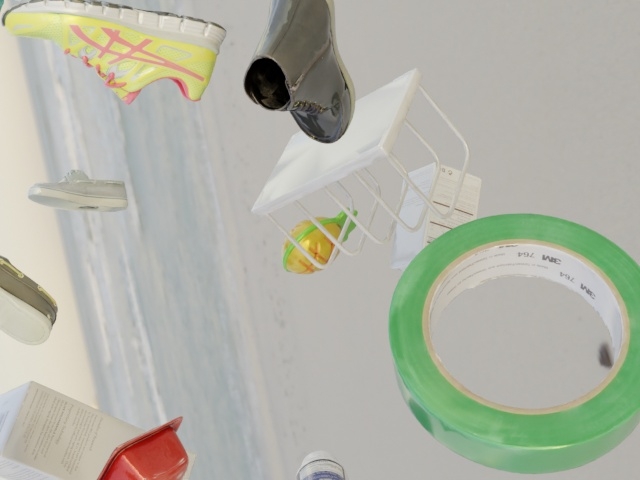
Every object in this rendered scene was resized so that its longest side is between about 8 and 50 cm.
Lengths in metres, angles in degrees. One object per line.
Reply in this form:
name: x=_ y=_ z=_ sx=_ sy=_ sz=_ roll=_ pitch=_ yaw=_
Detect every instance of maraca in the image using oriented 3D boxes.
maraca: x=0.000 y=0.000 z=1.751 sx=0.099 sy=0.186 sz=0.127 roll=48 pitch=156 yaw=23

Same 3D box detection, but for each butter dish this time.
butter dish: x=-0.271 y=0.383 z=1.413 sx=0.118 sy=0.160 sz=0.160 roll=43 pitch=120 yaw=20

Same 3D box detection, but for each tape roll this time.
tape roll: x=0.244 y=0.115 z=1.073 sx=0.077 sy=0.321 sz=0.321 roll=76 pitch=172 yaw=-53

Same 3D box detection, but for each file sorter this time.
file sorter: x=0.071 y=-0.099 z=1.389 sx=0.278 sy=0.193 sz=0.173 roll=-23 pitch=121 yaw=41

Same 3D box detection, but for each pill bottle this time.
pill bottle: x=0.004 y=0.421 z=1.488 sx=0.169 sy=0.094 sz=0.094 roll=-101 pitch=2 yaw=-77

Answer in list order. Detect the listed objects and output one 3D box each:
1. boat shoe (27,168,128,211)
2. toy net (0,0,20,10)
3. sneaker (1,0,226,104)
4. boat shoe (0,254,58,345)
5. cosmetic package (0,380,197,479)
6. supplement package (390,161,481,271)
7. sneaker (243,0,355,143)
boat shoe: x=-0.525 y=-0.111 z=1.926 sx=0.079 sy=0.227 sz=0.081 roll=-16 pitch=74 yaw=46
toy net: x=-0.467 y=-0.342 z=1.256 sx=0.045 sy=0.232 sz=0.122 roll=30 pitch=-134 yaw=-47
sneaker: x=-0.197 y=-0.178 z=0.848 sx=0.081 sy=0.208 sz=0.094 roll=-134 pitch=53 yaw=-68
boat shoe: x=-0.630 y=0.075 z=1.689 sx=0.305 sy=0.109 sz=0.091 roll=45 pitch=-152 yaw=-22
cosmetic package: x=-0.451 y=0.423 z=1.708 sx=0.197 sy=0.365 sz=0.155 roll=-24 pitch=43 yaw=48
supplement package: x=0.203 y=-0.030 z=1.562 sx=0.105 sy=0.105 sz=0.179 roll=-16 pitch=60 yaw=61
sneaker: x=-0.027 y=-0.151 z=0.911 sx=0.222 sy=0.083 sz=0.118 roll=72 pitch=-145 yaw=-54
